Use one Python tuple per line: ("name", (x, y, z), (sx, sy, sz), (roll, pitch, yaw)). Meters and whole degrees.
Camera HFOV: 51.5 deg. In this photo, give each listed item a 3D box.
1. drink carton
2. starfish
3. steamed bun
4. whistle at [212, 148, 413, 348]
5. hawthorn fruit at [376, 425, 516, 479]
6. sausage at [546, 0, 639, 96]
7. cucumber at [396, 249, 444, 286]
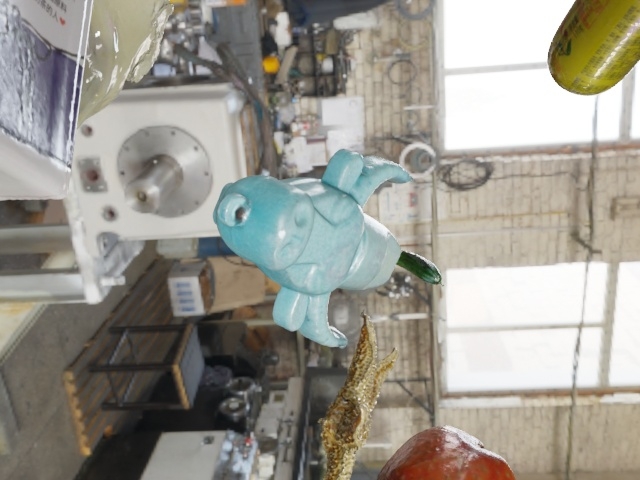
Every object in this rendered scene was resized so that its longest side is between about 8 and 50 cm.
("drink carton", (-0.212, -0.149, 0.400), (0.134, 0.101, 0.222), (57, 35, -72))
("starfish", (0.054, 0.247, 1.030), (0.293, 0.084, 0.302), (-59, 162, -52))
("steamed bun", (-0.400, -0.296, 0.885), (0.237, 0.393, 0.347), (-102, 180, -56))
("whistle", (0.000, 0.000, 0.605), (0.274, 0.093, 0.186), (18, 94, -56))
("hawthorn fruit", (0.105, 0.217, 0.557), (0.128, 0.128, 0.128), (-3, 90, -86))
("sausage", (0.405, -0.311, 0.880), (0.347, 0.123, 0.123), (107, -17, -65))
("cucumber", (0.179, 0.046, 1.251), (0.168, 0.039, 0.039), (29, -49, 51))
